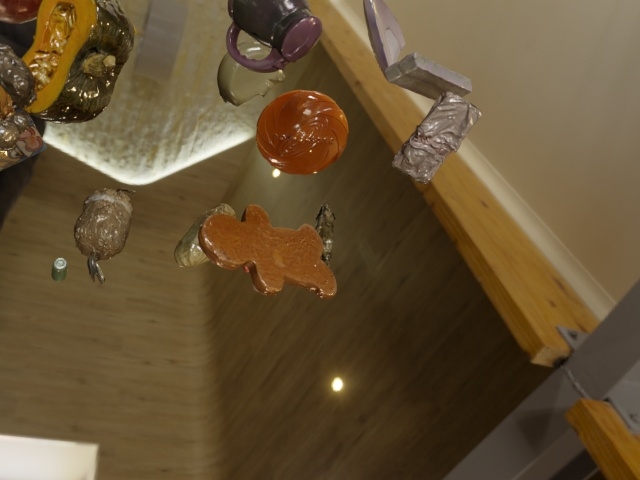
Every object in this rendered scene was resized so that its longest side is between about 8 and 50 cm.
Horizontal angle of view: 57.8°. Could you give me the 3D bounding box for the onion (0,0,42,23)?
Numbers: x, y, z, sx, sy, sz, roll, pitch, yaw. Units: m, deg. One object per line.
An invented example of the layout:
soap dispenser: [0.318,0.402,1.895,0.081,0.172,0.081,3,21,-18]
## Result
onion: [-0.845,-0.774,1.561,0.353,0.354,0.353,-43,-141,49]

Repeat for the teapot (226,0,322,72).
teapot: [-0.076,-0.339,0.897,0.146,0.148,0.116,49,-12,17]

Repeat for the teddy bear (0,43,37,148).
teddy bear: [-0.621,-0.283,1.099,0.190,0.140,0.177,-65,150,-46]

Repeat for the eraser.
eraser: [0.183,-0.648,1.787,0.059,0.243,0.204,-7,-138,33]

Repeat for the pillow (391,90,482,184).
pillow: [0.305,-0.264,1.521,0.248,0.135,0.049,-54,-158,20]

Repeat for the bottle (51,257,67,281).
bottle: [-0.549,0.061,1.222,0.083,0.030,0.030,140,-41,-57]

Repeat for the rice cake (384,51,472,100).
rice cake: [0.304,-0.444,1.613,0.106,0.298,0.050,-19,-106,41]

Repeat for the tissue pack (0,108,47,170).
tissue pack: [-0.733,-0.227,1.345,0.065,0.155,0.115,54,-20,15]

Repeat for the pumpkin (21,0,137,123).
pumpkin: [-0.539,-0.405,1.297,0.317,0.222,0.139,-63,163,2]

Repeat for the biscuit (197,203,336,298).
biscuit: [-0.109,0.022,1.179,0.049,0.324,0.205,-37,-123,34]

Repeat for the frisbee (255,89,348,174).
frisbee: [-0.037,-0.212,1.186,0.192,0.192,0.035,-60,-156,30]

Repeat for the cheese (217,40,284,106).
cheese: [-0.224,-0.498,1.749,0.202,0.175,0.091,-41,-147,-3]

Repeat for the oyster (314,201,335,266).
oyster: [-0.005,0.003,1.996,0.166,0.094,0.294,104,-14,-56]

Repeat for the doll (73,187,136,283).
doll: [-0.450,-0.019,1.189,0.115,0.105,0.221,-33,-144,36]

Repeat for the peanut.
peanut: [-0.276,-0.011,1.408,0.093,0.083,0.194,28,-112,29]
